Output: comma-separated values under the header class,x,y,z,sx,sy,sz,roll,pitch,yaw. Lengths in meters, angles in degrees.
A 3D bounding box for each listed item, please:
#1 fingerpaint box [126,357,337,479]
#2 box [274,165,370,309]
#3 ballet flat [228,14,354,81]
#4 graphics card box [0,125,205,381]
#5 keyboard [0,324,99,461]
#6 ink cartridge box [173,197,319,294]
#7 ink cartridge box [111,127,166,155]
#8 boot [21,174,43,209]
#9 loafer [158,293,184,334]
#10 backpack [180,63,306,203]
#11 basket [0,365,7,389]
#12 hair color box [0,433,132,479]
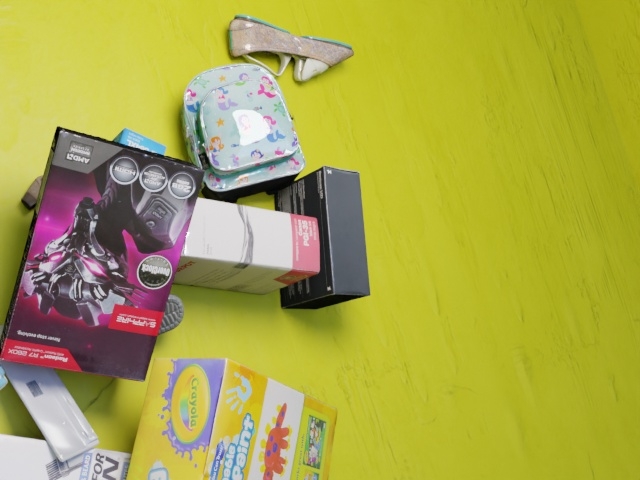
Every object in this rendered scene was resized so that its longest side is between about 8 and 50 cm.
class,x,y,z,sx,sy,sz,roll,pitch,yaw
fingerpaint box,-0.154,0.457,1.254,0.371,0.163,0.445,38,54,-52
box,0.000,0.000,1.560,0.103,0.184,0.261,5,75,-34
ballet flat,-0.068,-0.418,1.699,0.316,0.107,0.106,7,93,-29
graphics card box,-0.347,0.028,1.198,0.232,0.094,0.371,15,96,-24
keyboard,-0.448,0.234,1.204,0.072,0.014,0.256,-21,65,-46
ink cartridge box,-0.173,0.016,1.414,0.283,0.207,0.117,10,70,-34
ink cartridge box,-0.363,-0.075,1.340,0.086,0.148,0.203,25,63,-27
boot,-0.464,-0.063,1.332,0.118,0.042,0.087,53,51,-12
loafer,-0.370,0.144,1.325,0.251,0.087,0.094,-10,109,-27
backpack,-0.163,-0.224,1.502,0.225,0.191,0.254,-15,78,-16
basket,-0.605,0.146,1.067,0.255,0.201,0.289,-46,114,-35
hair color box,-0.428,0.412,1.181,0.338,0.110,0.185,18,67,-29
